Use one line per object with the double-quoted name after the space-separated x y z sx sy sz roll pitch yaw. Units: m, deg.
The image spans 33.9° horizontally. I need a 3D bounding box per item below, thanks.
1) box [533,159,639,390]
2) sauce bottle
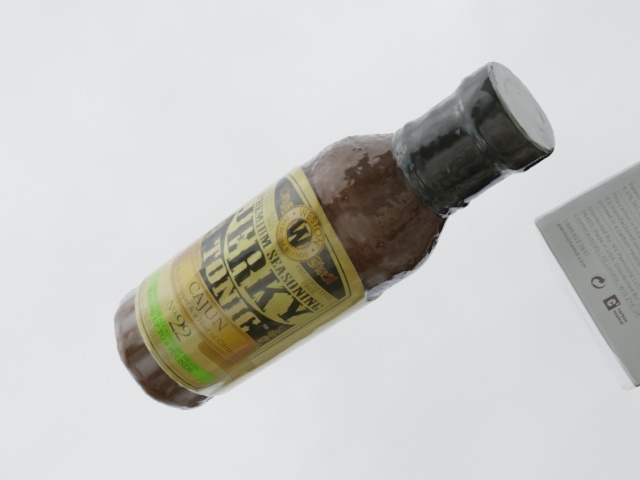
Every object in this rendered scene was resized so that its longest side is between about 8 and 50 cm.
0.389 -0.018 0.952 0.345 0.168 0.215 -30 -15 8 "box"
0.000 0.000 0.728 0.344 0.111 0.111 -36 -50 28 "sauce bottle"
